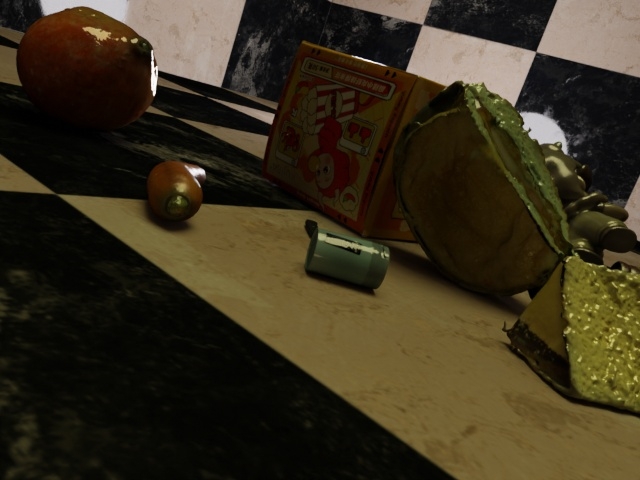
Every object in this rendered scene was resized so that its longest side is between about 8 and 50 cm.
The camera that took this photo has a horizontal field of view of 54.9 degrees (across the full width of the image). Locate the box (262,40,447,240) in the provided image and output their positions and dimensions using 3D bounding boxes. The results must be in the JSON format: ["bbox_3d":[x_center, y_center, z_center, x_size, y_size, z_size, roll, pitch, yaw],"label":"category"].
[{"bbox_3d":[0.080,-0.170,1.061,0.214,0.259,0.284,2,22,-44],"label":"box"}]

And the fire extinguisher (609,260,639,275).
[{"bbox_3d":[0.631,0.128,1.086,0.252,0.106,0.075,22,-25,6],"label":"fire extinguisher"}]

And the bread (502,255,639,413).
[{"bbox_3d":[0.291,0.105,0.629,0.147,0.127,0.152,14,32,-20],"label":"bread"}]

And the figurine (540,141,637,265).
[{"bbox_3d":[0.485,-0.057,1.277,0.203,0.248,0.380,17,22,-18],"label":"figurine"}]

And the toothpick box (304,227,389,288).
[{"bbox_3d":[0.029,0.020,0.688,0.083,0.052,0.052,15,14,-10],"label":"toothpick box"}]

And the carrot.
[{"bbox_3d":[-0.180,-0.074,0.774,0.066,0.062,0.271,-17,17,-7],"label":"carrot"}]

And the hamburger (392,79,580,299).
[{"bbox_3d":[0.206,-0.049,0.855,0.308,0.211,0.132,58,41,-5],"label":"hamburger"}]

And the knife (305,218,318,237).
[{"bbox_3d":[0.000,0.000,0.817,0.023,0.010,0.170,10,17,-13],"label":"knife"}]

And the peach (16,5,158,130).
[{"bbox_3d":[-0.366,-0.286,1.012,0.233,0.232,0.232,18,14,-5],"label":"peach"}]
